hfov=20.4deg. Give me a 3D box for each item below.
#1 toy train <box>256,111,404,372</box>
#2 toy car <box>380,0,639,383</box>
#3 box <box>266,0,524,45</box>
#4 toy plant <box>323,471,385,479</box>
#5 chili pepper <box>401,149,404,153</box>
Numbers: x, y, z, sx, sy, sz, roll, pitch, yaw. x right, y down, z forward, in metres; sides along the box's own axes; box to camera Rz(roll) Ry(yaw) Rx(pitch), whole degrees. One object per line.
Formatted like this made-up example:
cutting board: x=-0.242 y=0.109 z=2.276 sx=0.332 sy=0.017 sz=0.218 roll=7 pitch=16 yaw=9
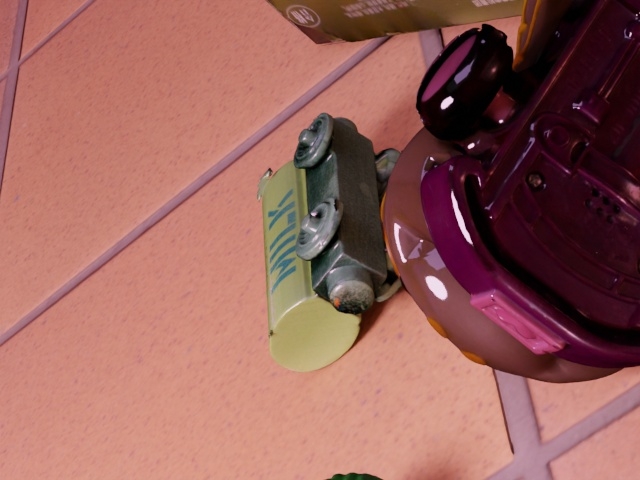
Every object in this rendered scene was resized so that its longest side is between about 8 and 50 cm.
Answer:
toy train: x=0.000 y=0.000 z=1.532 sx=0.157 sy=0.105 sz=0.253 roll=-50 pitch=25 yaw=28
toy car: x=0.187 y=-0.061 z=1.214 sx=0.341 sy=0.271 sz=0.240 roll=-54 pitch=9 yaw=-16
box: x=0.153 y=-0.387 z=1.735 sx=0.420 sy=0.138 sz=0.373 roll=-1 pitch=55 yaw=55
toy plant: x=0.017 y=0.260 z=1.185 sx=0.154 sy=0.088 sz=0.240 roll=-39 pitch=31 yaw=15
chili pepper: x=0.154 y=-0.089 z=1.480 sx=0.208 sy=0.043 sz=0.049 roll=-23 pitch=12 yaw=31
